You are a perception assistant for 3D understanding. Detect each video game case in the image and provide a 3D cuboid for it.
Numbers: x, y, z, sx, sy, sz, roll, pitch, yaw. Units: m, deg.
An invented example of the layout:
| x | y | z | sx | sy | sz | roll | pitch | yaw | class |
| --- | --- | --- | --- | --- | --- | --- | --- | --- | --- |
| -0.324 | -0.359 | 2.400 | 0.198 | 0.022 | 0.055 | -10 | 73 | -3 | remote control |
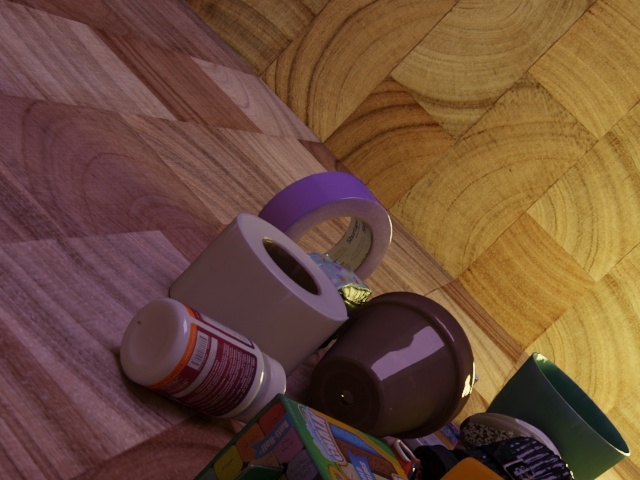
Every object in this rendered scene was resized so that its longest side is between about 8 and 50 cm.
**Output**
| x | y | z | sx | sy | sz | roll | pitch | yaw | class |
| --- | --- | --- | --- | --- | --- | --- | --- | --- | --- |
| 0.189 | 0.351 | 2.269 | 0.204 | 0.025 | 0.285 | 46 | 13 | 8 | video game case |

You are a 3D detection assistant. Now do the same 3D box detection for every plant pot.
| x | y | z | sx | sy | sz | roll | pitch | yaw | class |
| --- | --- | --- | --- | --- | --- | --- | --- | --- | --- |
| 0.481 | 0.428 | 2.458 | 0.293 | 0.235 | 0.293 | 41 | 13 | -11 | plant pot |
| 0.098 | 0.236 | 1.940 | 0.263 | 0.263 | 0.229 | 48 | 32 | 16 | plant pot |

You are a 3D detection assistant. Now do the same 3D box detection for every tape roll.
| x | y | z | sx | sy | sz | roll | pitch | yaw | class |
| --- | --- | --- | --- | --- | --- | --- | --- | --- | --- |
| -0.100 | 0.097 | 1.844 | 0.246 | 0.169 | 0.246 | 43 | 13 | -12 | tape roll |
| 0.000 | 0.000 | 2.227 | 0.275 | 0.275 | 0.090 | 30 | 19 | -48 | tape roll |

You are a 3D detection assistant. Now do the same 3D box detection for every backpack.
| x | y | z | sx | sy | sz | roll | pitch | yaw | class |
| --- | --- | --- | --- | --- | --- | --- | --- | --- | --- |
| -0.010 | 0.108 | 2.099 | 0.144 | 0.166 | 0.188 | 46 | 9 | 13 | backpack |

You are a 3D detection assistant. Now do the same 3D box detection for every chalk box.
| x | y | z | sx | sy | sz | roll | pitch | yaw | class |
| --- | --- | --- | --- | --- | --- | --- | --- | --- | --- |
| -0.026 | 0.318 | 1.342 | 0.289 | 0.180 | 0.179 | 34 | 16 | -43 | chalk box |

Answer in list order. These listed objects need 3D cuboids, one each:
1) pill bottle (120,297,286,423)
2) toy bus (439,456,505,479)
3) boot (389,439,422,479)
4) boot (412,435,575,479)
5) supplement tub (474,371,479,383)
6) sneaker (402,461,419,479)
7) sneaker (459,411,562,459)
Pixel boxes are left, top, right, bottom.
| x | y | z | sx | sy | sz | roll | pitch | yaw | class |
| --- | --- | --- | --- | --- | --- | --- | --- | --- | --- |
| -0.154 | 0.171 | 1.544 | 0.221 | 0.121 | 0.121 | 34 | 16 | -42 | pill bottle |
| 0.098 | 0.391 | 1.235 | 0.108 | 0.333 | 0.130 | 34 | -24 | 30 | toy bus |
| 0.141 | 0.398 | 1.836 | 0.158 | 0.084 | 0.059 | 53 | 14 | 29 | boot |
| 0.320 | 0.458 | 1.843 | 0.260 | 0.131 | 0.348 | 6 | 40 | -34 | boot |
| 0.289 | 0.317 | 2.505 | 0.071 | 0.107 | 0.071 | 41 | 13 | -12 | supplement tub |
| 0.218 | 0.443 | 1.567 | 0.350 | 0.148 | 0.131 | 36 | 9 | 7 | sneaker |
| 0.416 | 0.510 | 2.240 | 0.410 | 0.158 | 0.182 | 46 | 31 | 18 | sneaker |
